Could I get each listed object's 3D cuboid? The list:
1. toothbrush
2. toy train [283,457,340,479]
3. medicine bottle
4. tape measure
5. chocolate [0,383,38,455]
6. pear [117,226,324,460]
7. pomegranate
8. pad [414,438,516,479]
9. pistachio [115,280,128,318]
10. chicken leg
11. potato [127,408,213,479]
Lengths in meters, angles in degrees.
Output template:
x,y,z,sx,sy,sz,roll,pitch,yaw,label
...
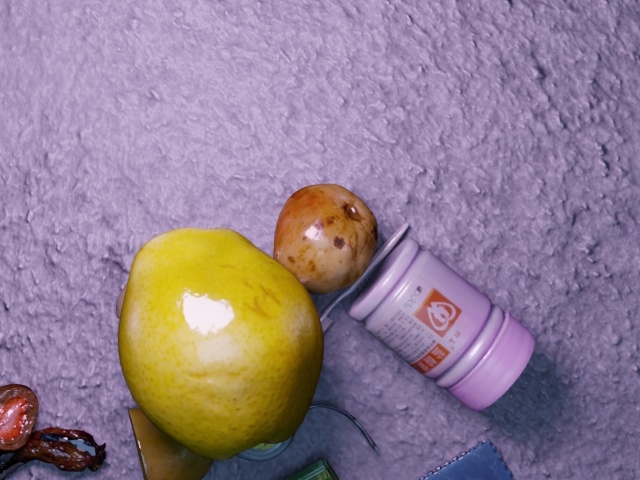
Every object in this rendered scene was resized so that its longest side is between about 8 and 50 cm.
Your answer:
x,y,z,sx,sy,sz,roll,pitch,yaw,label
0.082,0.083,1.696,0.029,0.025,0.307,41,92,-10,toothbrush
-0.063,0.579,1.627,0.300,0.202,0.120,-29,117,0,toy train
0.236,0.164,1.612,0.315,0.202,0.202,38,91,-1,medicine bottle
-0.048,0.397,1.690,0.330,0.084,0.164,24,91,-13,tape measure
-0.627,0.353,1.653,0.127,0.124,0.133,26,56,35,chocolate
-0.178,0.178,1.483,0.362,0.362,0.419,-23,82,0,pear
0.000,0.000,1.605,0.215,0.215,0.216,0,92,-1,pomegranate
0.307,0.588,1.723,0.269,0.012,0.270,-32,92,0,pad
-0.329,0.100,1.652,0.185,0.124,0.124,-40,92,7,pistachio
-0.565,0.439,1.692,0.253,0.051,0.106,-9,97,3,chicken leg
-0.288,0.421,1.646,0.158,0.178,0.204,-10,67,-15,potato
